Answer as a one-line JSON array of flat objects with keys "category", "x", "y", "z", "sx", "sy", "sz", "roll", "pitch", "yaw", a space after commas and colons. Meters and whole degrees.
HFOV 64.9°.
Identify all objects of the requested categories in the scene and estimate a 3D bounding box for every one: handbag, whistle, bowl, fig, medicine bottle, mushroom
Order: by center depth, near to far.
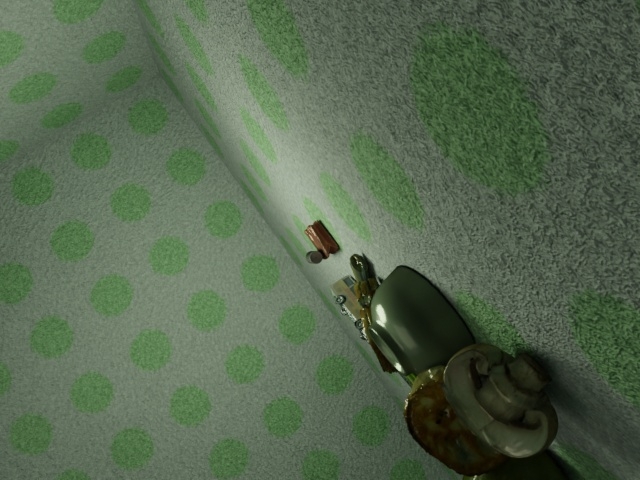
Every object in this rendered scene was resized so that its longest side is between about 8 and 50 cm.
[{"category": "mushroom", "x": 0.407, "y": 0.324, "z": 1.100, "sx": 0.254, "sy": 0.195, "sz": 0.189, "roll": 44, "pitch": -160, "yaw": 20}, {"category": "fig", "x": 0.512, "y": 0.697, "z": 1.366, "sx": 0.316, "sy": 0.316, "sz": 0.316, "roll": 52, "pitch": 169, "yaw": 14}, {"category": "bowl", "x": 0.261, "y": 0.265, "z": 1.451, "sx": 0.354, "sy": 0.185, "sz": 0.354, "roll": 52, "pitch": 170, "yaw": 13}, {"category": "whistle", "x": 0.164, "y": 0.155, "z": 1.880, "sx": 0.068, "sy": 0.057, "sz": 0.326, "roll": 46, "pitch": 166, "yaw": 33}, {"category": "handbag", "x": 0.000, "y": 0.000, "z": 2.107, "sx": 0.157, "sy": 0.059, "sz": 0.212, "roll": 53, "pitch": 170, "yaw": 2}, {"category": "medicine bottle", "x": -0.033, "y": 0.073, "z": 2.191, "sx": 0.057, "sy": 0.058, "sz": 0.199, "roll": 55, "pitch": 171, "yaw": -4}]

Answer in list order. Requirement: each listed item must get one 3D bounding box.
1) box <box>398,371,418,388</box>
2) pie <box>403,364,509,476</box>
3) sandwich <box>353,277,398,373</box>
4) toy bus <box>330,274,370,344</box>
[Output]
[{"category": "box", "x": 0.369, "y": 0.538, "z": 2.081, "sx": 0.345, "sy": 0.097, "sz": 0.134, "roll": 48, "pitch": 169, "yaw": 29}, {"category": "pie", "x": 0.376, "y": 0.462, "z": 1.308, "sx": 0.315, "sy": 0.315, "sz": 0.092, "roll": 54, "pitch": -171, "yaw": 0}, {"category": "sandwich", "x": 0.207, "y": 0.284, "z": 1.748, "sx": 0.273, "sy": 0.095, "sz": 0.249, "roll": -98, "pitch": -16, "yaw": -55}, {"category": "toy bus", "x": 0.166, "y": 0.290, "z": 2.079, "sx": 0.342, "sy": 0.138, "sz": 0.097, "roll": 45, "pitch": 165, "yaw": 44}]
